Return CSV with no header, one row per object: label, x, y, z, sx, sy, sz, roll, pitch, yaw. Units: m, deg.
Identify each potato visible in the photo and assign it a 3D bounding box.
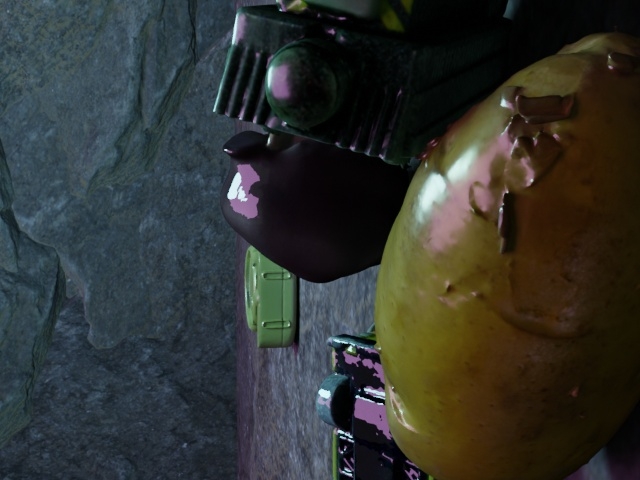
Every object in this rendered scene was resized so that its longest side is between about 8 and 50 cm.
potato,0.121,0.025,0.445,0.140,0.172,0.300,-73,-8,-55

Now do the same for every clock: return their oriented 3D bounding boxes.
clock,-0.121,0.110,1.778,0.308,0.096,0.235,-150,59,-77

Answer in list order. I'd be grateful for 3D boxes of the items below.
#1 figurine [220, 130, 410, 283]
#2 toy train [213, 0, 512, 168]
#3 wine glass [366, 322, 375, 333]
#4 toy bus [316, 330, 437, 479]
figurine,0.009,-0.130,0.815,0.206,0.218,0.365,22,112,29
toy train,0.055,-0.163,0.533,0.330,0.138,0.178,-37,-38,-60
wine glass,0.069,0.165,0.927,0.195,0.079,0.079,111,154,-59
toy bus,0.089,0.211,0.659,0.128,0.150,0.262,6,98,48
